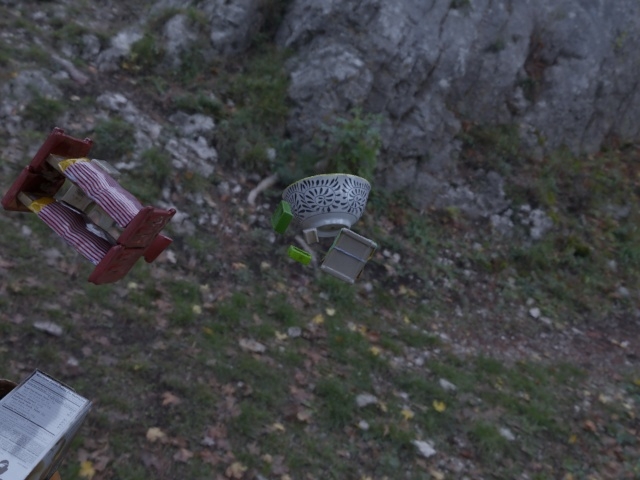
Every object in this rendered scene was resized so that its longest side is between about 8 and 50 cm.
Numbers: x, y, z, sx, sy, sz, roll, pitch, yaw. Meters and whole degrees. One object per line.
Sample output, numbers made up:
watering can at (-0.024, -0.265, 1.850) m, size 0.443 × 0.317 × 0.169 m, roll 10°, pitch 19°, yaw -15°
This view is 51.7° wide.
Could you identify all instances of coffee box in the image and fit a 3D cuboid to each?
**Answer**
coffee box at (-0.412, 0.295, 0.848) m, size 0.098 × 0.141 × 0.246 m, roll 31°, pitch 16°, yaw -3°

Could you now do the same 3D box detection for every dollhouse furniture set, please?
dollhouse furniture set at (-0.350, -0.054, 1.158) m, size 0.201 × 0.152 × 0.374 m, roll 39°, pitch 4°, yaw 3°
dollhouse furniture set at (0.000, 0.000, 0.974) m, size 0.152 × 0.076 × 0.058 m, roll 26°, pitch 12°, yaw -14°

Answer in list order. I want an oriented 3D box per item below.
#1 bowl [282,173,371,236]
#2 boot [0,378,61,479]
bowl at (0.016, -0.055, 1.241) m, size 0.170 × 0.080 × 0.170 m, roll -6°, pitch -19°, yaw -2°
boot at (-0.442, 0.363, 1.044) m, size 0.283 × 0.220 × 0.109 m, roll 29°, pitch 22°, yaw 20°
